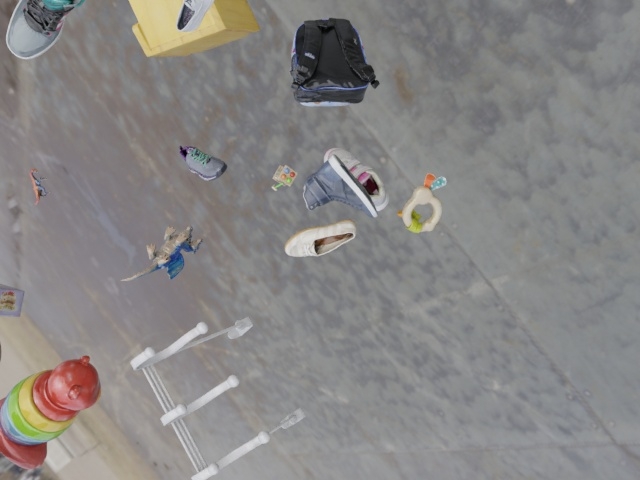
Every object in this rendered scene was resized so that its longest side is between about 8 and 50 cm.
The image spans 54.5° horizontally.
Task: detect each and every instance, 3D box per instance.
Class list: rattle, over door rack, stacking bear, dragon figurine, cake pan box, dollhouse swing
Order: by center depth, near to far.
[{"bbox_3d":[-0.162,0.265,1.138,0.108,0.324,0.240,-37,77,25],"label":"over door rack"},{"bbox_3d":[-0.831,0.110,1.342,0.245,0.266,0.070,6,85,35],"label":"cake pan box"},{"bbox_3d":[-0.601,0.362,1.393,0.289,0.175,0.164,-36,119,27],"label":"stacking bear"},{"bbox_3d":[-0.455,0.054,1.845,0.085,0.289,0.144,28,150,14],"label":"dragon figurine"},{"bbox_3d":[0.307,-0.135,1.897,0.130,0.143,0.200,3,117,3],"label":"rattle"},{"bbox_3d":[-0.457,-0.827,2.134,0.346,0.315,0.305,-9,101,29],"label":"dollhouse swing"}]

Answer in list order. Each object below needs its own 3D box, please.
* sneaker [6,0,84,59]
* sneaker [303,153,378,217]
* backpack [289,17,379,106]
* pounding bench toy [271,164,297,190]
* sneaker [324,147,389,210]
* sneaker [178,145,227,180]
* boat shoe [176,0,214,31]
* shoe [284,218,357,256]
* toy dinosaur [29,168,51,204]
[{"bbox_3d":[-0.566,-0.495,1.290,0.123,0.295,0.178,38,-170,-18],"label":"sneaker"},{"bbox_3d":[0.050,-0.119,1.818,0.226,0.163,0.086,47,-167,-17],"label":"sneaker"},{"bbox_3d":[0.024,-0.562,1.971,0.213,0.276,0.264,133,135,-71],"label":"backpack"},{"bbox_3d":[-0.125,-0.203,2.073,0.052,0.083,0.065,33,172,-23],"label":"pounding bench toy"},{"bbox_3d":[0.118,-0.203,1.930,0.252,0.103,0.111,40,172,4],"label":"sneaker"},{"bbox_3d":[-0.399,-0.262,2.054,0.223,0.083,0.098,17,154,48],"label":"sneaker"},{"bbox_3d":[-0.341,-0.642,1.676,0.066,0.063,0.184,47,129,-1],"label":"boat shoe"},{"bbox_3d":[0.000,0.000,1.760,0.058,0.218,0.077,-98,-15,-52],"label":"shoe"},{"bbox_3d":[-0.834,-0.167,1.831,0.047,0.090,0.082,-20,120,40],"label":"toy dinosaur"}]
